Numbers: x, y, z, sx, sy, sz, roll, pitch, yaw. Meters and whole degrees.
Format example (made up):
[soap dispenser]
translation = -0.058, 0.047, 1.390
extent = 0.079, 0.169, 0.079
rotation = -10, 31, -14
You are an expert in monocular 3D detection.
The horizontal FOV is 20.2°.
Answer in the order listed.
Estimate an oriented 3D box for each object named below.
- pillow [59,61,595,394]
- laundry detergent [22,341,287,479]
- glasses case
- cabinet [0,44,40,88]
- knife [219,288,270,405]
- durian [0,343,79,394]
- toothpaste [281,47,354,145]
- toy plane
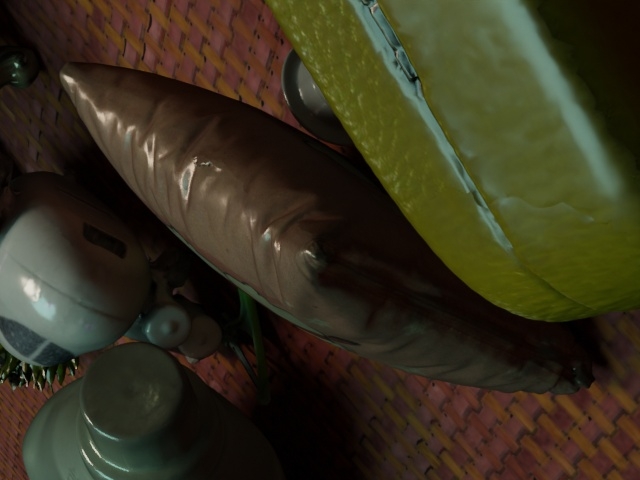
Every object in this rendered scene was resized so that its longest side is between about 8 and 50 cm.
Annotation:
[pillow]
translation = 0.000, 0.000, 0.872
extent = 0.223, 0.084, 0.236
rotation = 32, 177, -42
[laundry detergent]
translation = -0.105, 0.174, 1.190
extent = 0.264, 0.125, 0.398
rotation = 32, 158, 21
[glasses case]
translation = 0.034, -0.155, 0.572
extent = 0.141, 0.173, 0.371
rotation = -21, 101, 52
[cabinet]
translation = -0.405, -0.164, 1.166
extent = 0.227, 0.318, 0.290
rotation = 18, 136, 53
[knife]
translation = -0.055, 0.027, 1.138
extent = 0.078, 0.022, 0.166
rotation = 49, 157, 42
[durian]
translation = -0.306, -0.032, 1.424
extent = 0.352, 0.158, 0.169
rotation = 53, -162, 5
[toothpaste]
translation = 0.066, -0.111, 0.741
extent = 0.096, 0.061, 0.266
rotation = 56, 148, 0
[toy plane]
translation = -0.179, 0.016, 1.186
extent = 0.252, 0.118, 0.252
rotation = 29, -179, -1
